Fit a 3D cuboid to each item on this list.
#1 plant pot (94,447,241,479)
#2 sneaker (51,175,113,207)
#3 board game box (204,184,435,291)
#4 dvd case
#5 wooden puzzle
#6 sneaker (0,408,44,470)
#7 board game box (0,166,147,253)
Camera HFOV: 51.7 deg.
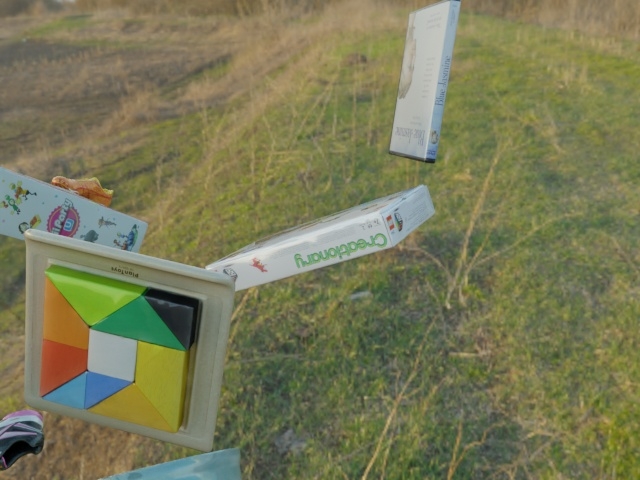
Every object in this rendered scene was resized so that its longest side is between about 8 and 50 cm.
[{"bbox_3d":[-0.265,0.492,1.141,0.293,0.196,0.293,-13,-17,-4],"label":"plant pot"},{"bbox_3d":[-0.550,-0.121,1.523,0.064,0.068,0.175,11,-8,22],"label":"sneaker"},{"bbox_3d":[0.000,0.000,0.987,0.305,0.053,0.193,-17,7,30],"label":"board game box"},{"bbox_3d":[0.169,-0.262,1.109,0.022,0.253,0.180,5,10,-15],"label":"dvd case"},{"bbox_3d":[-0.210,0.116,0.694,0.220,0.239,0.044,13,26,4],"label":"wooden puzzle"},{"bbox_3d":[-0.525,0.331,1.043,0.178,0.072,0.077,-21,44,-23],"label":"sneaker"},{"bbox_3d":[-0.478,-0.054,1.105,0.224,0.098,0.303,18,-3,32],"label":"board game box"}]
